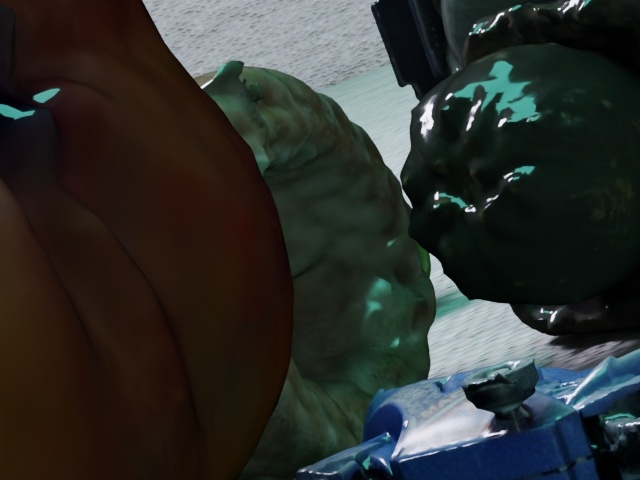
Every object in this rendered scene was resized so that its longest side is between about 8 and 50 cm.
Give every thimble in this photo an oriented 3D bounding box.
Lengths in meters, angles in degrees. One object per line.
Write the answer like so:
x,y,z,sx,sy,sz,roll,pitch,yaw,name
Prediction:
-0.047,0.027,0.865,0.148,0.196,0.229,-15,-19,25,thimble

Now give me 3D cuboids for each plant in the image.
0.145,-0.040,0.901,0.256,0.164,0.142,-10,2,-43,plant

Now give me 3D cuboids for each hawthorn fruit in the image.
-0.261,0.021,0.612,0.472,0.472,0.472,-22,9,4,hawthorn fruit

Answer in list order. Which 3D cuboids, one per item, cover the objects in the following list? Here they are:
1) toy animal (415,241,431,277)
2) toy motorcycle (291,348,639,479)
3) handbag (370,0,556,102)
0.000,0.000,1.186,0.100,0.103,0.208,-5,1,-13,toy animal
0.075,0.074,0.672,0.205,0.076,0.114,-17,3,25,toy motorcycle
0.131,-0.150,1.049,0.269,0.325,0.118,-31,17,-33,handbag
